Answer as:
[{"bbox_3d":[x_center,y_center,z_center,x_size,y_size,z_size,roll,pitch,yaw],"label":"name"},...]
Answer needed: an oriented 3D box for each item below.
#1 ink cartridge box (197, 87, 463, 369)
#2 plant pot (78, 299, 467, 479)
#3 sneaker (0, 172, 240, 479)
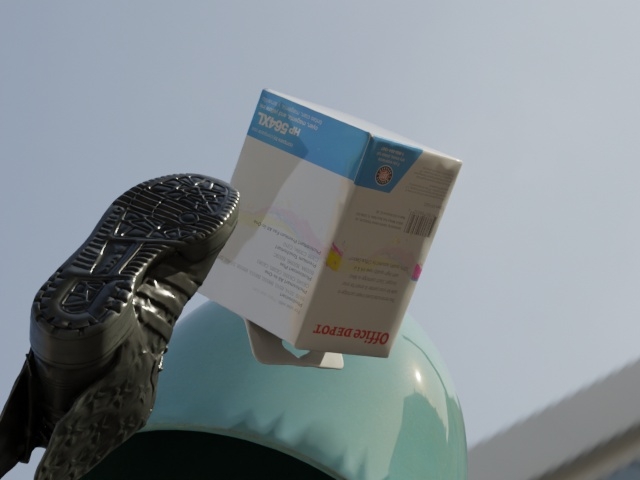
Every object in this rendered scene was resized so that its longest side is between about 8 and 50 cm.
[{"bbox_3d":[0.000,0.000,0.935,0.092,0.090,0.143,12,-79,-51],"label":"ink cartridge box"},{"bbox_3d":[-0.025,0.163,1.195,0.235,0.293,0.293,-66,-19,-49],"label":"plant pot"},{"bbox_3d":[-0.090,0.043,0.718,0.170,0.051,0.089,-48,-28,-51],"label":"sneaker"}]
